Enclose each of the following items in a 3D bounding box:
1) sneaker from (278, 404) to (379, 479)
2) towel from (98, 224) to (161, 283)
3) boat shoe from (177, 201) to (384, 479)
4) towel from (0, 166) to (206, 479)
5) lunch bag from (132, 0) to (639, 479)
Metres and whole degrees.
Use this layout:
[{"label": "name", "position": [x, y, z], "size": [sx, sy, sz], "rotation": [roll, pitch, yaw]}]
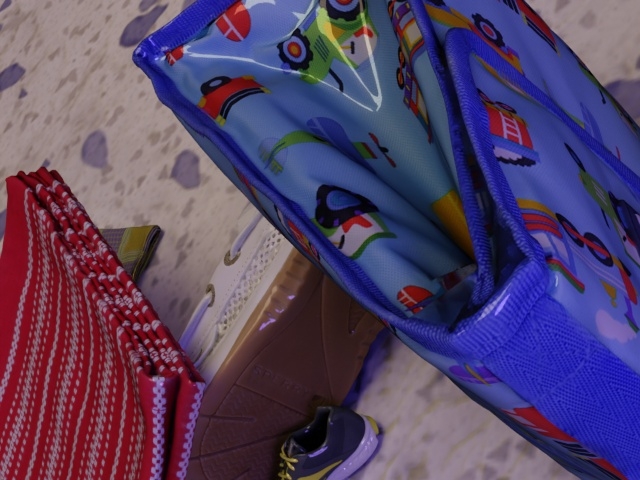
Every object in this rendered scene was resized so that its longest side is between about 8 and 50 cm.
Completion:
[{"label": "sneaker", "position": [-0.010, 0.111, 0.720], "size": [0.083, 0.035, 0.031], "rotation": [-50, 35, 2]}, {"label": "towel", "position": [-0.139, 0.016, 0.967], "size": [0.083, 0.009, 0.060], "rotation": [-1, 60, 47]}, {"label": "boat shoe", "position": [0.000, 0.000, 0.752], "size": [0.277, 0.098, 0.096], "rotation": [-52, 36, 2]}, {"label": "towel", "position": [-0.138, 0.095, 0.806], "size": [0.275, 0.031, 0.199], "rotation": [44, 126, 55]}, {"label": "lunch bag", "position": [0.076, 0.015, 0.548], "size": [0.138, 0.221, 0.293], "rotation": [-43, 36, 12]}]
